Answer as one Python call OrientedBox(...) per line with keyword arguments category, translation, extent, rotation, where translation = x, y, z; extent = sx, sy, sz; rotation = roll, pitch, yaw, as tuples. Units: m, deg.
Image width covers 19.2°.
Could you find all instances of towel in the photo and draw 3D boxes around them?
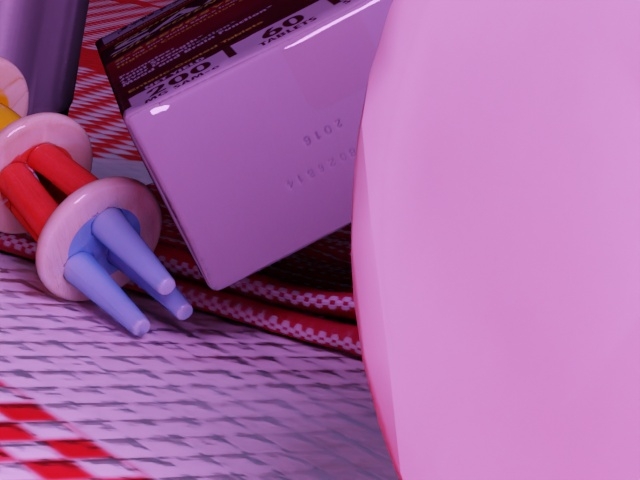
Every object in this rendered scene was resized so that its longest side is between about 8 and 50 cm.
OrientedBox(category="towel", translation=(0.000, 0.000, 0.841), extent=(0.199, 0.031, 0.275), rotation=(15, 11, 21))

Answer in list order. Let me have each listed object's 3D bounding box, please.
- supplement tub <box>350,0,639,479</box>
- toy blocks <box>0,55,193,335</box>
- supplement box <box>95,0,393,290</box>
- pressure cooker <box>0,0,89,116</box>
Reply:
OrientedBox(category="supplement tub", translation=(0.197, 0.000, 0.455), extent=(0.331, 0.241, 0.241), rotation=(3, 13, -40))
OrientedBox(category="toy blocks", translation=(-0.124, -0.010, 0.683), extent=(0.123, 0.054, 0.148), rotation=(-10, 37, -39))
OrientedBox(category="supplement box", translation=(-0.013, -0.064, 0.748), extent=(0.130, 0.073, 0.239), rotation=(-27, 14, -3))
OrientedBox(category="pressure cooker", translation=(-0.260, -0.253, 0.832), extent=(0.370, 0.420, 0.375), rotation=(15, 11, 15))
